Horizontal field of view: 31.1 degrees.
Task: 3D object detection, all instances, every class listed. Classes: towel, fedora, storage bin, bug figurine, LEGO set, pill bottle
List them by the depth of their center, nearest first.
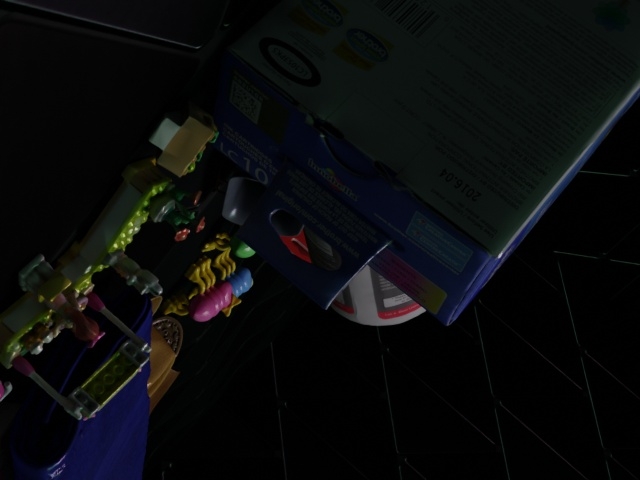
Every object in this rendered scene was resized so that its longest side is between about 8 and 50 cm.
[{"bbox_3d":[-0.157,0.034,0.889,0.287,0.107,0.132,-48,175,-14],"label":"LEGO set"},{"bbox_3d":[-0.240,0.216,1.129,0.228,0.076,0.308,-64,169,-46],"label":"towel"},{"bbox_3d":[-0.051,-0.074,1.162,0.135,0.098,0.091,115,-11,-69],"label":"storage bin"},{"bbox_3d":[-0.226,0.151,1.295,0.194,0.079,0.194,-50,175,-6],"label":"fedora"},{"bbox_3d":[0.060,-0.049,1.348,0.176,0.176,0.319,-47,152,-21],"label":"pill bottle"},{"bbox_3d":[-0.092,0.013,1.468,0.279,0.072,0.216,-52,174,31],"label":"bug figurine"}]

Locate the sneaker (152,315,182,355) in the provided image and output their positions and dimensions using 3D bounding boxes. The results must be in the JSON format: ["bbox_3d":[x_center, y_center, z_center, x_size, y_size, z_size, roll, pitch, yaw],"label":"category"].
[{"bbox_3d":[-0.250,0.176,1.432,0.086,0.064,0.192,-7,-131,60],"label":"sneaker"}]

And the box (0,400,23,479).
[{"bbox_3d":[-0.299,0.238,0.983,0.186,0.038,0.145,-85,-178,-76],"label":"box"}]

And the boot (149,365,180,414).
[{"bbox_3d":[-0.316,0.299,1.748,0.280,0.096,0.264,-55,169,-14],"label":"boot"}]

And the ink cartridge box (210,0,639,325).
[{"bbox_3d":[0.095,-0.122,0.966,0.395,0.270,0.151,-46,169,-27],"label":"ink cartridge box"}]

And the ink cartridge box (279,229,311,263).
[{"bbox_3d":[0.000,0.000,1.782,0.078,0.134,0.231,-52,173,36],"label":"ink cartridge box"}]
